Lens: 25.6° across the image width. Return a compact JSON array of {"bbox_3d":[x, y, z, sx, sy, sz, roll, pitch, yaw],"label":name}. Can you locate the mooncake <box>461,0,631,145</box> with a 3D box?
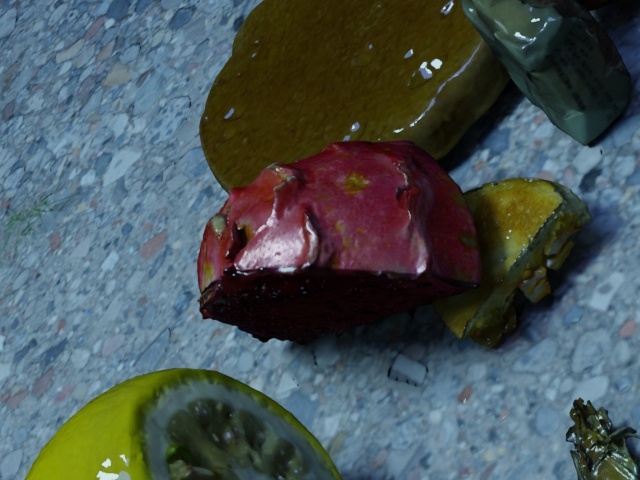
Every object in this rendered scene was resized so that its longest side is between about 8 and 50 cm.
[{"bbox_3d":[0.175,-0.153,1.088,0.073,0.125,0.130,-42,39,3],"label":"mooncake"}]

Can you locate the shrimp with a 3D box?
[{"bbox_3d":[0.198,0.130,0.851,0.178,0.034,0.124,-103,32,-52],"label":"shrimp"}]

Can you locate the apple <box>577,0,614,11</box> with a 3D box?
[{"bbox_3d":[0.224,-0.266,1.127,0.158,0.147,0.156,-44,68,21],"label":"apple"}]

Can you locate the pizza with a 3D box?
[{"bbox_3d":[0.122,0.020,1.055,0.175,0.046,0.134,-8,58,49],"label":"pizza"}]

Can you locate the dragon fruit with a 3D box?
[{"bbox_3d":[0.000,0.000,1.079,0.262,0.163,0.189,-28,27,55],"label":"dragon fruit"}]

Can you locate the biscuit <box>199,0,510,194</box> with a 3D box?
[{"bbox_3d":[0.047,-0.176,1.293,0.381,0.074,0.359,-40,38,9],"label":"biscuit"}]

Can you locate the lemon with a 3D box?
[{"bbox_3d":[-0.105,0.223,0.964,0.219,0.240,0.240,-47,33,29],"label":"lemon"}]
